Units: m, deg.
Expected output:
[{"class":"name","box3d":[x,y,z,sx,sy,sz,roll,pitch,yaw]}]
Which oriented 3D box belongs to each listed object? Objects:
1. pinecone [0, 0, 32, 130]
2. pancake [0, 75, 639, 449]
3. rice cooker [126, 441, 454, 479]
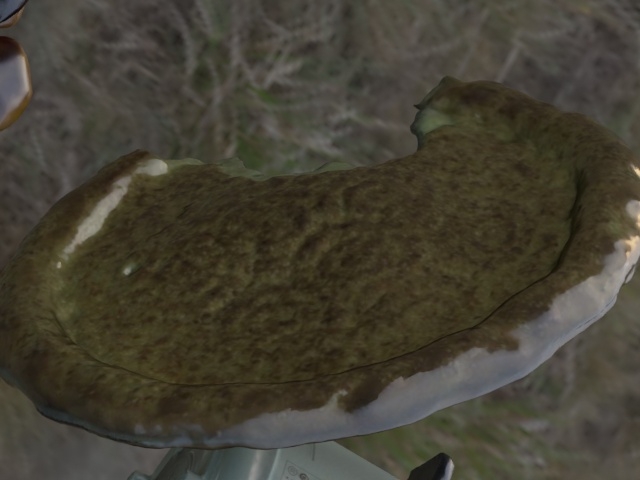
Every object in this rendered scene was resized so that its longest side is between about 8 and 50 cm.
[{"class":"pinecone","box3d":[-0.228,-0.079,0.694,0.264,0.264,0.264,-27,134,-32]},{"class":"pancake","box3d":[0.000,0.000,0.796,0.286,0.288,0.033,-46,134,-38]},{"class":"rice cooker","box3d":[-0.016,0.221,0.922,0.241,0.227,0.280,-46,-164,57]}]
